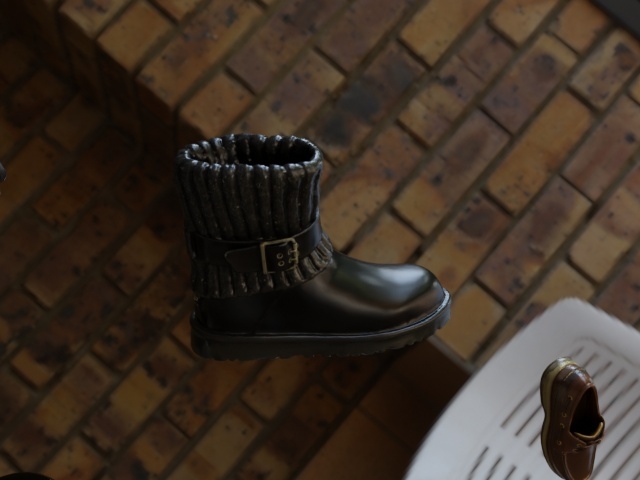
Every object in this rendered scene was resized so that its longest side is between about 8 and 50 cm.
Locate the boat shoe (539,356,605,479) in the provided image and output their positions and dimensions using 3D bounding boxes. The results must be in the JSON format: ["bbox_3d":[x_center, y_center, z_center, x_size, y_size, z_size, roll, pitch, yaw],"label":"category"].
[{"bbox_3d":[0.298,0.221,1.203,0.064,0.060,0.178,-26,-58,-21],"label":"boat shoe"}]

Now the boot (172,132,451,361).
[{"bbox_3d":[0.000,0.002,1.227,0.131,0.347,0.260,-130,38,-62],"label":"boot"}]

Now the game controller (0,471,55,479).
[{"bbox_3d":[-0.214,0.308,0.870,0.166,0.319,0.067,-30,-42,-42],"label":"game controller"}]

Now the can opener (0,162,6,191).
[{"bbox_3d":[-0.349,-0.112,0.948,0.073,0.186,0.059,-10,36,20],"label":"can opener"}]
